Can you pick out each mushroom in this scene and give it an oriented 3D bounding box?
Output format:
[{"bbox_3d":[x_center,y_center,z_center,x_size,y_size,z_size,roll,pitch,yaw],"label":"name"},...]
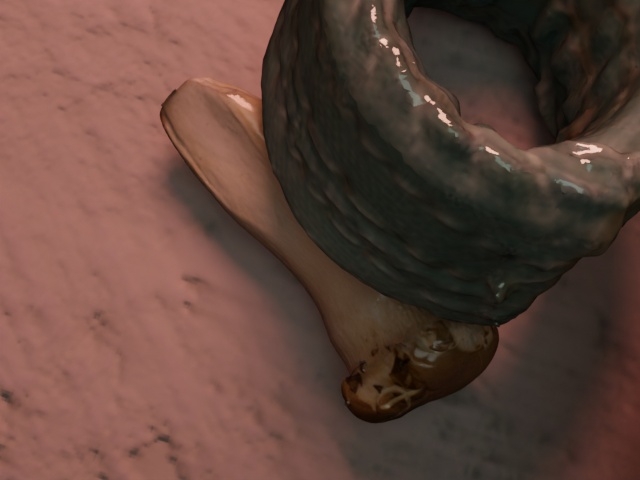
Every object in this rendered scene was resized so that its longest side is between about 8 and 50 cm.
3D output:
[{"bbox_3d":[0.000,0.000,0.666,0.084,0.071,0.209,-42,84,28],"label":"mushroom"}]

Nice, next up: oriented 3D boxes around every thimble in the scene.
[{"bbox_3d":[0.080,-0.078,0.604,0.198,0.143,0.235,4,68,-15],"label":"thimble"}]
